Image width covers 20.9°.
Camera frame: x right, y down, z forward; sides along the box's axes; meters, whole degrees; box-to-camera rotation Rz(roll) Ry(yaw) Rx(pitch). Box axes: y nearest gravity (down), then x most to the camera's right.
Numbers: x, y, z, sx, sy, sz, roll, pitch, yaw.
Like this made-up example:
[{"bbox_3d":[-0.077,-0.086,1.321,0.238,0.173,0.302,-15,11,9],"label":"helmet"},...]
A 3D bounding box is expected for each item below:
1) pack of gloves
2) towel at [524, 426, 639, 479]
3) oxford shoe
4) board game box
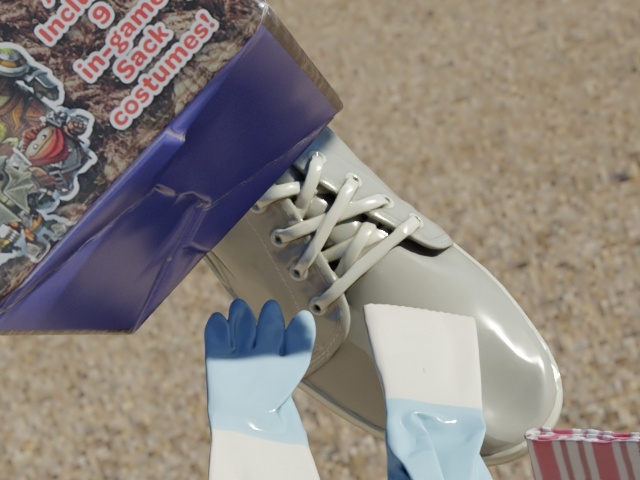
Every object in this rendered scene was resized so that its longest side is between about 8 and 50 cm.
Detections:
[{"bbox_3d":[0.017,0.130,1.132,0.195,0.046,0.232,9,39,-12],"label":"pack of gloves"},{"bbox_3d":[0.242,0.199,1.219,0.197,0.144,0.029,-3,19,44],"label":"towel"},{"bbox_3d":[0.000,0.000,1.316,0.169,0.449,0.130,-43,-10,-16],"label":"oxford shoe"},{"bbox_3d":[-0.153,-0.111,0.657,0.141,0.291,0.232,-47,-6,2],"label":"board game box"}]
